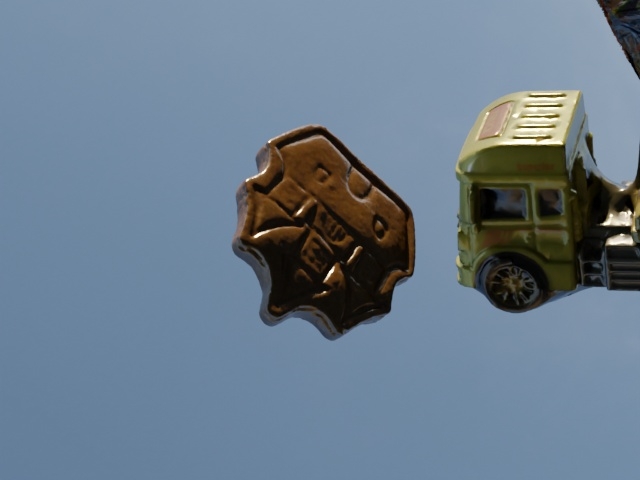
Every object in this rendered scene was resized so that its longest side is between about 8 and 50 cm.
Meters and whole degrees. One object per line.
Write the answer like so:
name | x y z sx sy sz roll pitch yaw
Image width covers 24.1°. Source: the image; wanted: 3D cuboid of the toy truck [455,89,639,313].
toy truck | 0.338 -0.053 1.541 0.181 0.405 0.254 -58 -36 -56

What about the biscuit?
biscuit | 0.001 -0.001 1.326 0.182 0.034 0.215 42 -135 -12

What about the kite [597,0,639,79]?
kite | 0.286 -0.181 1.061 0.233 0.321 0.016 0 -129 -26
